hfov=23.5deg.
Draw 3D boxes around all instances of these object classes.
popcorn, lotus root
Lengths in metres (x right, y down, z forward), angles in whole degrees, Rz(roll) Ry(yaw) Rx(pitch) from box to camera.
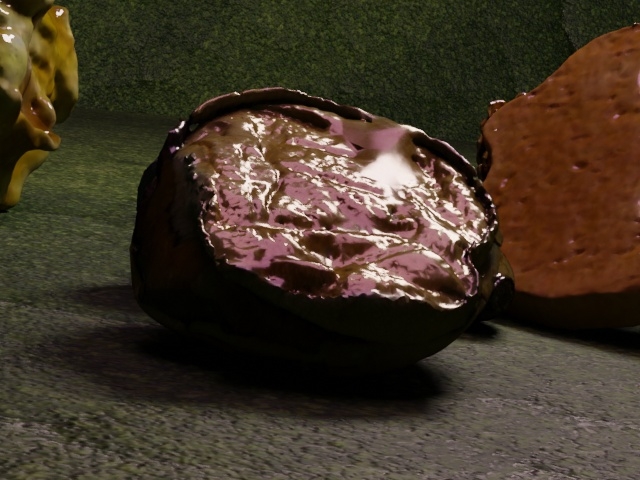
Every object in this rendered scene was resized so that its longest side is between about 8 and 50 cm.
[{"bbox_3d":[-0.413,-0.177,1.694,0.293,0.292,0.334,-1,4,-12],"label":"popcorn"},{"bbox_3d":[0.110,0.027,1.351,0.089,0.081,0.179,4,9,-27],"label":"lotus root"}]

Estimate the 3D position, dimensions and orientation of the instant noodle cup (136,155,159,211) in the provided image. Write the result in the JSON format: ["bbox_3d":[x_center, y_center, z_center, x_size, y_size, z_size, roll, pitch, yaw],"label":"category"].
[{"bbox_3d":[-0.079,-0.024,1.334,0.125,0.178,0.208,-19,3,-37],"label":"instant noodle cup"}]

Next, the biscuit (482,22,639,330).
[{"bbox_3d":[0.319,-0.074,1.407,0.385,0.062,0.365,-20,41,20],"label":"biscuit"}]

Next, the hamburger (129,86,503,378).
[{"bbox_3d":[-0.002,0.000,1.138,0.265,0.134,0.285,21,36,3],"label":"hamburger"}]

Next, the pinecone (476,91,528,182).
[{"bbox_3d":[0.306,-0.124,2.255,0.150,0.179,0.195,-12,18,26],"label":"pinecone"}]
